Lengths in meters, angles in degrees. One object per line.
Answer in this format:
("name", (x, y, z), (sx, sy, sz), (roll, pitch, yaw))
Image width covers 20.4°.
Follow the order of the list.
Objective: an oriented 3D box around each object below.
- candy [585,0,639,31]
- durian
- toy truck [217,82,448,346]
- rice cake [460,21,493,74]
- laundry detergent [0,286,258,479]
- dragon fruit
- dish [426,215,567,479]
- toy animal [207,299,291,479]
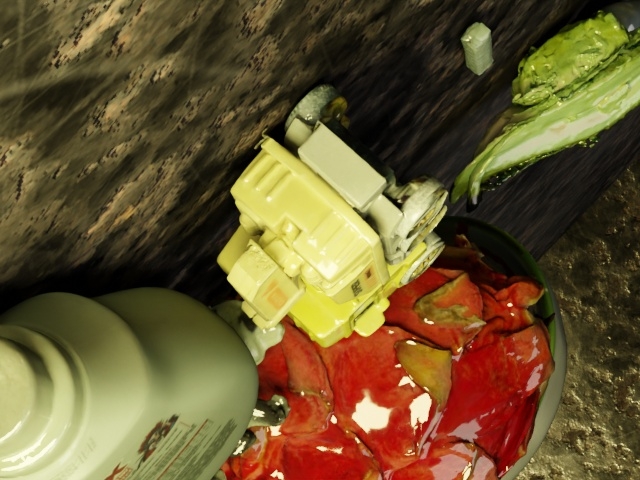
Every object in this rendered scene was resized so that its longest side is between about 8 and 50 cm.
("candy", (0.310, -0.204, 1.909), (0.138, 0.071, 0.174), (-52, 166, 25))
("durian", (0.262, -0.156, 1.762), (0.375, 0.106, 0.132), (-36, 143, -16))
("toy truck", (0.000, 0.000, 1.309), (0.157, 0.124, 0.272), (-46, 169, -6))
("rice cake", (0.134, -0.163, 1.513), (0.022, 0.021, 0.121), (-51, 172, 0))
("laundry detergent", (-0.172, 0.130, 1.134), (0.264, 0.125, 0.398), (-45, 168, -3))
("dragon fruit", (0.035, 0.133, 1.544), (0.343, 0.277, 0.277), (-6, 160, -8))
("dish", (0.118, 0.145, 1.752), (0.324, 0.324, 0.124), (-48, 134, 7))
("toy animal", (-0.110, 0.139, 1.389), (0.225, 0.121, 0.094), (-46, 171, 23))
